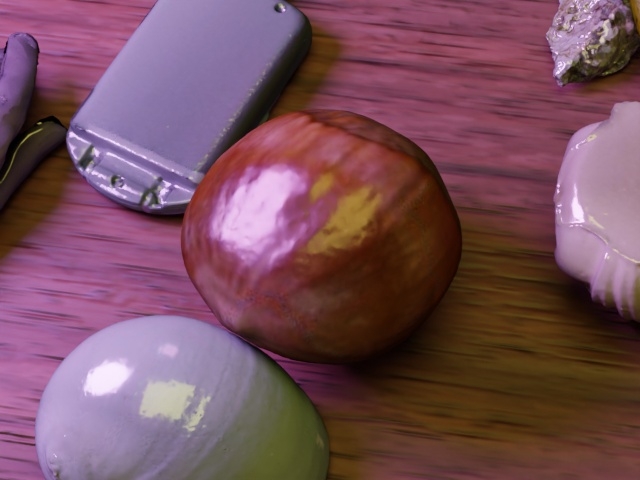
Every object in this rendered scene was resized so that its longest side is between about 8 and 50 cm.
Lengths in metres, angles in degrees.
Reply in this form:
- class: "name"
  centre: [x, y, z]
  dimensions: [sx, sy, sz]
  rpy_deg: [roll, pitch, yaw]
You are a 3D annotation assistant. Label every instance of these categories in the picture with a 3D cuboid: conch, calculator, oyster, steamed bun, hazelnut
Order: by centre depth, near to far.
- class: "conch"
  centre: [-0.104, 0.150, 1.259]
  dimensions: [0.221, 0.121, 0.185]
  rpy_deg: [5, 93, 3]
- class: "hazelnut"
  centre: [0.000, 0.000, 1.276]
  dimensions: [0.214, 0.176, 0.214]
  rpy_deg: [-11, 41, 10]
- class: "steamed bun"
  centre: [0.261, -0.015, 1.303]
  dimensions: [0.183, 0.106, 0.183]
  rpy_deg: [0, 63, 1]
- class: "calculator"
  centre: [-0.109, -0.132, 1.428]
  dimensions: [0.141, 0.045, 0.246]
  rpy_deg: [25, 68, 17]
- class: "oyster"
  centre: [0.228, -0.185, 1.429]
  dimensions: [0.098, 0.037, 0.100]
  rpy_deg: [-17, 63, -4]

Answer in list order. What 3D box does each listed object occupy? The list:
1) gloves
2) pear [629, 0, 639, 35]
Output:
- class: "gloves"
  centre: [-0.308, -0.057, 1.387]
  dimensions: [0.142, 0.119, 0.285]
  rpy_deg: [33, 63, -14]
- class: "pear"
  centre: [0.332, -0.213, 1.335]
  dimensions: [0.180, 0.216, 0.166]
  rpy_deg: [31, 74, 13]
